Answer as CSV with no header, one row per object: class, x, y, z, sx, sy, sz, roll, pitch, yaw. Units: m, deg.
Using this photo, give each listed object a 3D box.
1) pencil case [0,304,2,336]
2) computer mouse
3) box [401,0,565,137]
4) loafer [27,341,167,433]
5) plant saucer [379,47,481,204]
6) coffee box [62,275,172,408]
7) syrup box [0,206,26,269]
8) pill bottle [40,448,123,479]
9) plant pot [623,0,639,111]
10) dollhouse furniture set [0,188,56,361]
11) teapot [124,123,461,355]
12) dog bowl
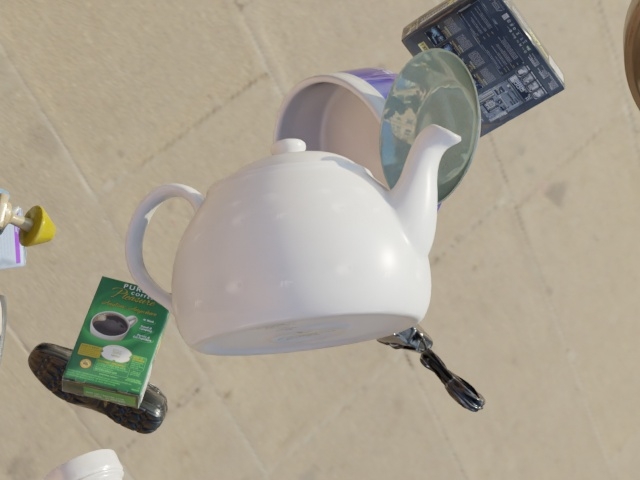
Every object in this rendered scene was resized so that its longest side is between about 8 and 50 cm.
pencil case,-0.358,0.176,0.818,0.184,0.410,0.160,-17,126,21
computer mouse,0.094,0.113,1.195,0.071,0.242,0.041,40,94,-26
box,0.275,-0.307,2.019,0.183,0.059,0.232,-30,114,25
loafer,-0.333,0.214,1.800,0.223,0.078,0.076,29,118,-11
plant saucer,0.141,-0.133,1.442,0.037,0.195,0.194,4,106,-32
coffee box,-0.279,0.140,1.670,0.113,0.184,0.040,13,139,-1
syrup box,-0.560,0.005,1.756,0.237,0.093,0.096,-6,97,-43
pill bottle,-0.222,0.341,1.290,0.121,0.216,0.121,-25,159,-11
plant pot,0.527,-0.200,1.453,0.280,0.323,0.323,-61,147,-58
dollhouse furniture set,-0.375,0.122,1.266,0.198,0.303,0.286,24,61,-41
teapot,-0.027,-0.001,1.100,0.256,0.252,0.187,-3,76,-23
dog bowl,0.053,-0.114,1.721,0.104,0.265,0.264,-17,118,-39
